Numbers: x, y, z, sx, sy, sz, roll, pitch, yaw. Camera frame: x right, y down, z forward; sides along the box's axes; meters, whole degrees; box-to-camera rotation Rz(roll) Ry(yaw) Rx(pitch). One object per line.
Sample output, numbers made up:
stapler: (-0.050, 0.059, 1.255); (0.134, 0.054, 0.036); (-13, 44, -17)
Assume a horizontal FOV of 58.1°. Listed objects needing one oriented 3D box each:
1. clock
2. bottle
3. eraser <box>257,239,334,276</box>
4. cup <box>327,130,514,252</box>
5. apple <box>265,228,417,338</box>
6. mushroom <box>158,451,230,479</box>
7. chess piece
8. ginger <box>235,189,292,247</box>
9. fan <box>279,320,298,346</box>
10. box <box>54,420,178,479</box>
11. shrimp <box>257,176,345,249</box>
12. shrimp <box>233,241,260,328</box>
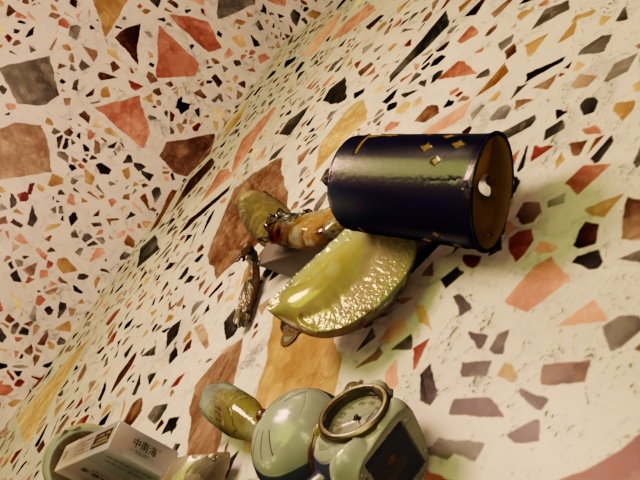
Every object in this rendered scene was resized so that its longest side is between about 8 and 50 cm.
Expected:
clock: (0.008, 0.279, 0.769); (0.243, 0.146, 0.199); (-12, 28, 49)
bottle: (-0.137, 0.322, 1.034); (0.270, 0.083, 0.083); (7, 60, 56)
eraser: (0.001, 0.000, 1.274); (0.353, 0.077, 0.111); (-18, 42, 49)
cup: (0.176, -0.077, 0.947); (0.256, 0.255, 0.178); (9, 83, 37)
apple: (0.063, 0.084, 0.992); (0.265, 0.120, 0.193); (-44, 39, -14)
mushroom: (-0.251, 0.467, 1.001); (0.246, 0.108, 0.096); (-58, -15, -23)
chess piece: (-0.609, 0.549, 1.454); (0.298, 0.176, 0.175); (-33, 26, 60)
ginger: (-0.141, -0.061, 1.459); (0.115, 0.193, 0.122); (-43, 25, 0)
fan: (-0.011, 0.117, 1.202); (0.227, 0.008, 0.152); (-43, 25, 16)
box: (-0.442, 0.475, 1.237); (0.243, 0.155, 0.067); (-30, 30, 34)
shrimp: (-0.006, -0.070, 1.225); (0.233, 0.071, 0.365); (-50, 23, -20)
shrimp: (-0.175, 0.100, 1.381); (0.046, 0.152, 0.219); (3, 50, 6)
